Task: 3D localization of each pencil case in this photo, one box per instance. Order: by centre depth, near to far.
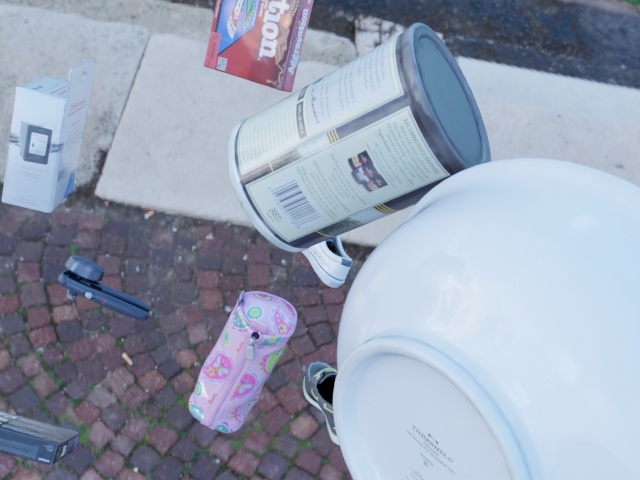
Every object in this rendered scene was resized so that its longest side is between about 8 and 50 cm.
[{"bbox_3d":[-0.145,0.224,1.254,0.124,0.284,0.124,22,30,-13],"label":"pencil case"}]

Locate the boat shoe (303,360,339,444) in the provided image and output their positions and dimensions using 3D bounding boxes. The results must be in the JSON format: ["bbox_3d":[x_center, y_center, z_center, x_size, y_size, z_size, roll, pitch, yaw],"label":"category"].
[{"bbox_3d":[0.024,0.262,1.187,0.081,0.068,0.228,-9,21,-16],"label":"boat shoe"}]

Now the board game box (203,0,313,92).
[{"bbox_3d":[-0.064,-0.343,0.866,0.145,0.281,0.027,24,18,31],"label":"board game box"}]

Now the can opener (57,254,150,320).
[{"bbox_3d":[-0.409,0.102,1.299,0.186,0.073,0.059,34,25,-16],"label":"can opener"}]

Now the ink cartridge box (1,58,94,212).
[{"bbox_3d":[-0.333,-0.137,0.842,0.060,0.180,0.104,14,19,-8],"label":"ink cartridge box"}]

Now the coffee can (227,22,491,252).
[{"bbox_3d":[0.048,-0.122,0.879,0.201,0.276,0.201,37,42,-43],"label":"coffee can"}]

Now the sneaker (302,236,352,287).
[{"bbox_3d":[0.000,0.000,1.682,0.094,0.091,0.258,10,33,-49],"label":"sneaker"}]

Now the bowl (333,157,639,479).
[{"bbox_3d":[0.102,0.105,0.422,0.134,0.297,0.297,-18,60,-37],"label":"bowl"}]

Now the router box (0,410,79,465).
[{"bbox_3d":[-0.585,0.386,1.349,0.179,0.133,0.046,15,84,1],"label":"router box"}]
